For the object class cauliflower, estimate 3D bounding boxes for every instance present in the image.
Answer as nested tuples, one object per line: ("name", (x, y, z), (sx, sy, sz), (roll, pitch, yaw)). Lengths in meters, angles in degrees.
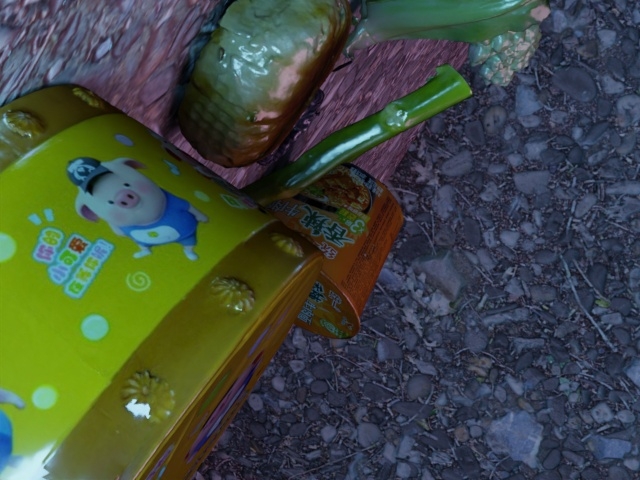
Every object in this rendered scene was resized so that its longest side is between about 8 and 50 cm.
("cauliflower", (0.142, -0.300, 1.457), (0.315, 0.238, 0.256), (-22, 166, 11))

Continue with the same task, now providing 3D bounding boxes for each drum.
("drum", (-0.194, 0.114, 0.843), (0.431, 0.214, 0.431), (-55, 174, -8))

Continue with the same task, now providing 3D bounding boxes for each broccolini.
("broccolini", (-0.040, -0.052, 1.112), (0.392, 0.074, 0.079), (-29, 140, 11))

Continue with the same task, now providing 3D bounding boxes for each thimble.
("thimble", (-0.048, -0.135, 1.305), (0.104, 0.066, 0.095), (-47, 173, -50))

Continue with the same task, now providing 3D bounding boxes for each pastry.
("pastry", (-0.044, -0.154, 1.088), (0.182, 0.093, 0.192), (-52, 175, -37))

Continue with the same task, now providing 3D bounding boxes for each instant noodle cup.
("instant noodle cup", (0.000, 0.000, 1.709), (0.182, 0.230, 0.230), (-56, 175, -23))

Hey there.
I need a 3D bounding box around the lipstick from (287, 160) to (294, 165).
("lipstick", (-0.060, -0.075, 1.786), (0.094, 0.019, 0.019), (-57, 174, 28))
